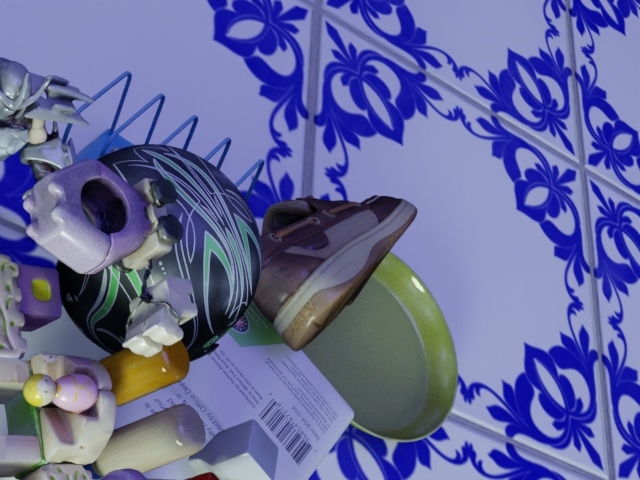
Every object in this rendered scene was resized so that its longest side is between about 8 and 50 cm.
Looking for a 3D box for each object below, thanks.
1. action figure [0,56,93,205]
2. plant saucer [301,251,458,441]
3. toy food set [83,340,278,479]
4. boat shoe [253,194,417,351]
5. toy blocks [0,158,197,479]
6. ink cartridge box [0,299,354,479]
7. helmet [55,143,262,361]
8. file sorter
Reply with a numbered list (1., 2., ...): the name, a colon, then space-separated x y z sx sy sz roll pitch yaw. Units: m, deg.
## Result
1. action figure: -0.291 -0.058 1.017 0.185 0.285 0.099 16 56 -36
2. plant saucer: 0.052 0.111 1.428 0.241 0.037 0.241 24 50 -32
3. toy food set: -0.105 0.193 1.030 0.232 0.104 0.111 54 25 -29
4. boat shoe: 0.000 0.000 1.303 0.123 0.123 0.342 38 25 5
5. toy blocks: -0.275 0.114 0.904 0.260 0.309 0.289 13 56 -46
6. ink cartridge box: -0.121 0.179 1.159 0.198 0.115 0.273 51 41 -5
7. helmet: -0.130 0.007 1.077 0.169 0.161 0.169 15 40 -14
8. file sorter: -0.156 -0.064 1.249 0.170 0.104 0.118 34 42 5
